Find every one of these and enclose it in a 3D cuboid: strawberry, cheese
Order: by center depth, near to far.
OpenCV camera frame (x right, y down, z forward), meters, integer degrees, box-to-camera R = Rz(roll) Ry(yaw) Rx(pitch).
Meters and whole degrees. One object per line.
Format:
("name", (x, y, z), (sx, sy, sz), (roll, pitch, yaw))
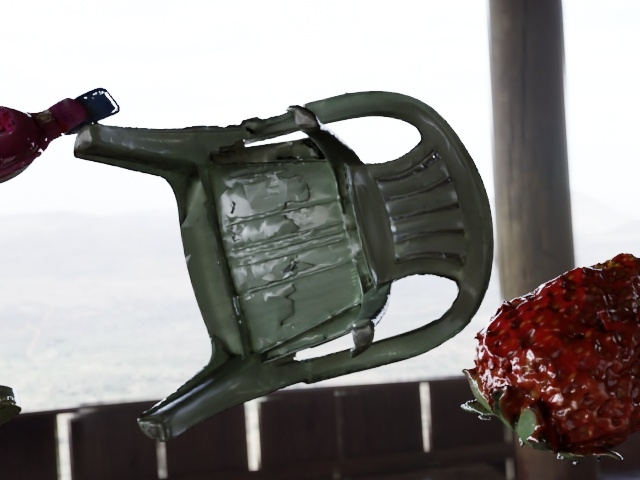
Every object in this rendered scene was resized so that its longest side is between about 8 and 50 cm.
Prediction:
("strawberry", (0.233, 0.082, 0.939), (0.228, 0.098, 0.174), (-31, 33, -13))
("cheese", (-0.357, -0.123, 1.331), (0.244, 0.062, 0.155), (-24, 40, -17))

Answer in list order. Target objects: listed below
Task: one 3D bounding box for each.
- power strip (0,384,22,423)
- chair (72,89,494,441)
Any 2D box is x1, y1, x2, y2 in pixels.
("power strip", (-0.430, 0.220, 1.270), (0.227, 0.029, 0.080), (-33, -27, 22))
("chair", (0.000, 0.000, 0.754), (0.190, 0.203, 0.274), (-15, 0, 18))
